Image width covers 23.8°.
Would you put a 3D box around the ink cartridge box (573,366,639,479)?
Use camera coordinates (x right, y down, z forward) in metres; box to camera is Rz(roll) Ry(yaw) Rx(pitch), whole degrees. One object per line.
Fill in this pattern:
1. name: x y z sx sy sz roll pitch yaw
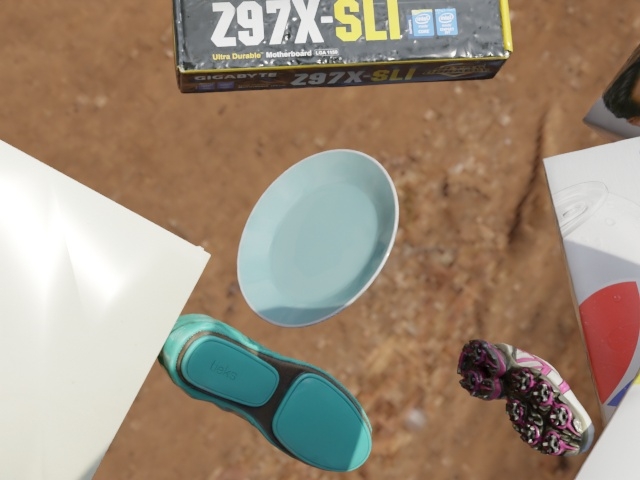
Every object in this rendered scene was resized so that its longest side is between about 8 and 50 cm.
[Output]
1. ink cartridge box: 0.233 0.139 0.629 0.385 0.160 0.279 -51 138 -30

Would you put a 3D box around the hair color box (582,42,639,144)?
1. hair color box: 0.357 -0.104 1.146 0.185 0.113 0.374 -53 -164 3

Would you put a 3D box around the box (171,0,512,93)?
1. box: 0.011 -0.280 1.472 0.322 0.257 0.079 -3 170 -6

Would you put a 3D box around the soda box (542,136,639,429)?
1. soda box: 0.210 0.077 0.923 0.091 0.286 0.098 -13 147 8

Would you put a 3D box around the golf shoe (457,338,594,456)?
1. golf shoe: 0.209 0.143 1.425 0.086 0.186 0.067 5 110 -29

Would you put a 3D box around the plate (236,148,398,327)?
1. plate: 0.000 0.000 1.461 0.188 0.188 0.024 -52 135 2

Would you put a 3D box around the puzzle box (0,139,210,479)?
1. puzzle box: -0.328 0.032 1.218 0.272 0.409 0.052 -61 -167 -4

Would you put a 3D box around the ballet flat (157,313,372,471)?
1. ballet flat: -0.052 0.130 1.373 0.247 0.087 0.083 34 90 -36
